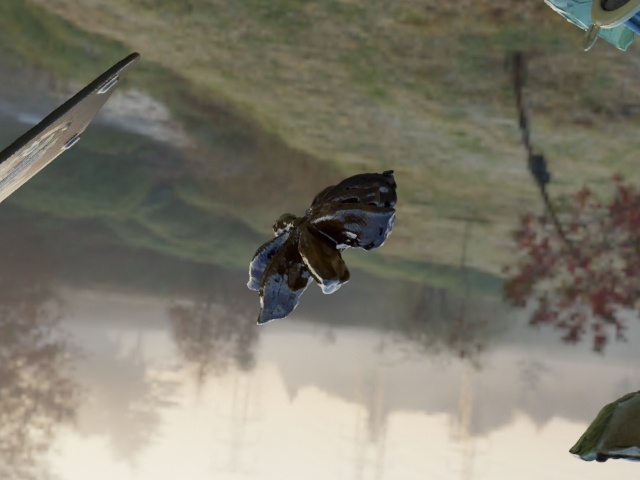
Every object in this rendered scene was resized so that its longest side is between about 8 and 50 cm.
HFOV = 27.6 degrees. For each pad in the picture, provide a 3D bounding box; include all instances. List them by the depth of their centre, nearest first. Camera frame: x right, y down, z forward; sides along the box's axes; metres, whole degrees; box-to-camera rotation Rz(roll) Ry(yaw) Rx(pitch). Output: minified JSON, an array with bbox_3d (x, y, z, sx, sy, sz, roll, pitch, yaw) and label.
[{"bbox_3d":[-0.308,-0.064,1.276,0.018,0.286,0.284,48,153,-6],"label":"pad"}]

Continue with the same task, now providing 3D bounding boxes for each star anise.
[{"bbox_3d":[0.000,0.000,1.018,0.057,0.168,0.168,52,163,-10],"label":"star anise"}]

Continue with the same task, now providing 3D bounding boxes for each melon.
[{"bbox_3d":[0.201,0.103,0.654,0.182,0.054,0.098,12,-164,-12],"label":"melon"}]

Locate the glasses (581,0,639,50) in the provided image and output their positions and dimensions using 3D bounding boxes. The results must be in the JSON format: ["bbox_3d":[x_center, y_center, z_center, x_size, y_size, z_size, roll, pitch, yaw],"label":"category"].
[{"bbox_3d":[0.304,-0.158,0.840,0.221,0.088,0.190,8,173,-30],"label":"glasses"}]

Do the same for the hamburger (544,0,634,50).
[{"bbox_3d":[0.257,-0.271,1.114,0.151,0.260,0.276,-3,162,7],"label":"hamburger"}]
